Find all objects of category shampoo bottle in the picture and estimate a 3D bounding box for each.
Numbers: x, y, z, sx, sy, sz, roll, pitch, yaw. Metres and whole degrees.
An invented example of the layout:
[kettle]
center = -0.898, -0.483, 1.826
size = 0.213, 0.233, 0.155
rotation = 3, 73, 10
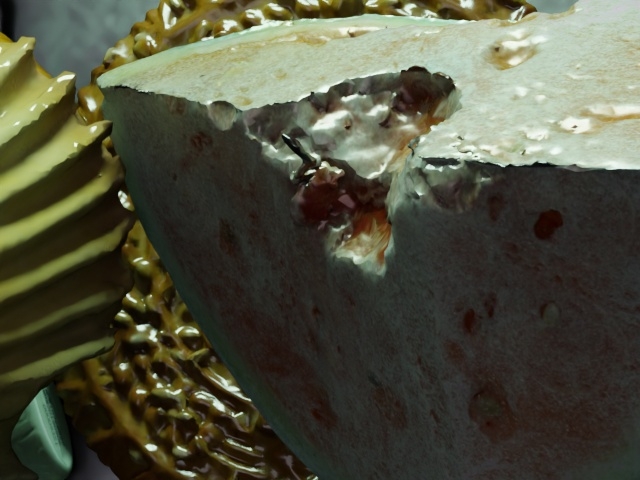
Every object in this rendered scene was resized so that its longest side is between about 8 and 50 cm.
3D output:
[shampoo bottle]
center = -0.218, 0.114, 0.939
size = 0.190, 0.041, 0.069
rotation = -20, 85, 11

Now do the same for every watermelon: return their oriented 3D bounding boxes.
[watermelon]
center = 0.073, 0.004, 0.784
size = 0.175, 0.188, 0.322
rotation = -26, 31, -29

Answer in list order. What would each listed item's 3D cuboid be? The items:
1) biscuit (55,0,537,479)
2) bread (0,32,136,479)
[biscuit]
center = 0.000, 0.000, 0.900
size = 0.305, 0.038, 0.305
rotation = -2, 80, 15
[bread]
center = -0.264, -0.016, 0.877
size = 0.388, 0.183, 0.236
rotation = 17, 113, 25
